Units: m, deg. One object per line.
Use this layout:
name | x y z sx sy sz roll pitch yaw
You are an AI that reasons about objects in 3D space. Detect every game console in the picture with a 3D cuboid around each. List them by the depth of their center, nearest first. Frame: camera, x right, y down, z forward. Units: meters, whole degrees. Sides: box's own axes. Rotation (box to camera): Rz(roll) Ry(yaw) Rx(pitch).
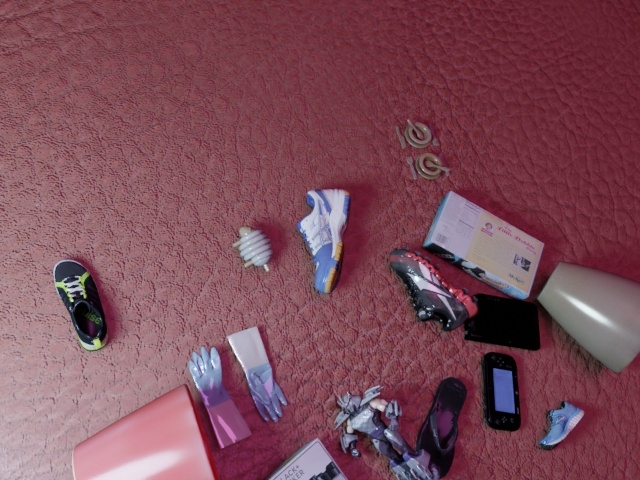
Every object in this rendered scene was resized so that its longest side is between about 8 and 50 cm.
game console | 0.491 0.323 1.690 0.213 0.044 0.361 10 65 -13

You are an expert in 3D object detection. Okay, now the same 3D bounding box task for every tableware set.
tableware set | 0.314 -0.275 1.900 0.128 0.039 0.194 -9 70 -21

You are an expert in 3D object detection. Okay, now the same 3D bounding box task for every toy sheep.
toy sheep | -0.164 0.022 1.596 0.091 0.091 0.132 -30 92 -26

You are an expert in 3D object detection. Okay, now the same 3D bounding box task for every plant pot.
plant pot | -0.340 0.456 1.260 0.243 0.275 0.274 -18 73 -14
plant pot | 0.752 0.179 1.740 0.274 0.256 0.256 33 60 17

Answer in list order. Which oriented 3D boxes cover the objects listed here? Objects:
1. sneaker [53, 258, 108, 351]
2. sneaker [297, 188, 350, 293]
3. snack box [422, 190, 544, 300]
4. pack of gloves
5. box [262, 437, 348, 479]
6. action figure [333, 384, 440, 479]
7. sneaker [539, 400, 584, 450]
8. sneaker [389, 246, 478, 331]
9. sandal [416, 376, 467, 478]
sneaker | -0.529 0.135 1.420 0.084 0.097 0.234 -23 75 -25
sneaker | 0.000 0.000 1.659 0.131 0.112 0.296 7 62 5
snack box | 0.468 0.015 1.808 0.322 0.060 0.187 29 62 -3
pack of gloves | -0.195 0.339 1.479 0.195 0.046 0.232 -16 75 -35
box | 0.006 0.599 1.366 0.169 0.087 0.290 -27 76 -43
action figure | 0.146 0.452 1.459 0.285 0.185 0.099 44 37 -1
sneaker | 0.617 0.483 1.659 0.162 0.063 0.073 -34 63 -31
sneaker | 0.277 0.134 1.674 0.276 0.097 0.135 41 71 10
sandal | 0.302 0.454 1.564 0.097 0.054 0.254 23 62 -7
